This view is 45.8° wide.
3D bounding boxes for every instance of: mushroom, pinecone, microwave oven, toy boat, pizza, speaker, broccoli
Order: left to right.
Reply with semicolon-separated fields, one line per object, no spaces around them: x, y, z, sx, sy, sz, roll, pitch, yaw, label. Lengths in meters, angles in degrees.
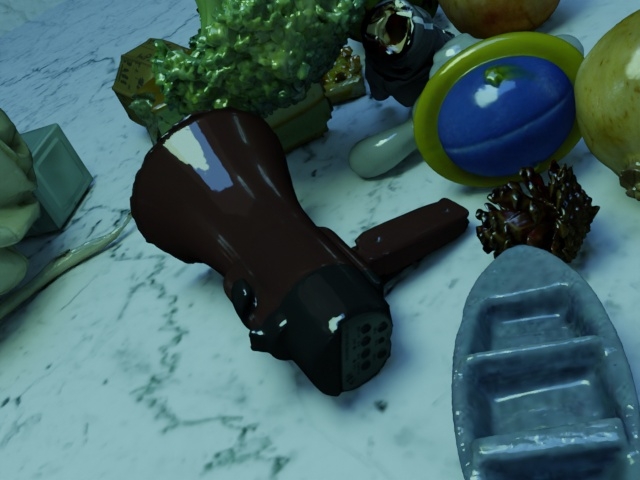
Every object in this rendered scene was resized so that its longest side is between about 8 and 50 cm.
-0.500;-0.081;1.219;0.208;0.122;0.162;-12;35;19;microwave oven
-0.375;0.060;1.025;0.068;0.043;0.306;21;53;30;mushroom
-0.067;-0.265;0.876;0.235;0.260;0.288;26;74;22;broccoli
-0.013;0.014;0.801;0.259;0.198;0.329;-1;31;-42;speaker
0.011;-0.265;1.206;0.175;0.046;0.134;3;43;36;pizza
0.201;-0.017;0.708;0.109;0.102;0.102;-36;22;40;pinecone
0.164;0.110;0.562;0.127;0.078;0.283;-14;35;18;toy boat

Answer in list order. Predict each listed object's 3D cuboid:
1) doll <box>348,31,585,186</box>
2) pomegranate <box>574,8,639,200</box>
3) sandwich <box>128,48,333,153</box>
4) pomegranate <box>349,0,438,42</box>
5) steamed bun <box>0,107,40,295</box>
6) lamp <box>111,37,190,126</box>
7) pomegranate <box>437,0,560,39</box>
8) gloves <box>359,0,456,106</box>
0.154;-0.151;0.860;0.310;0.160;0.243;-24;35;19;doll
0.320;-0.119;0.687;0.196;0.196;0.196;-17;34;12;pomegranate
-0.135;-0.177;1.087;0.227;0.155;0.198;16;53;44;sandwich
0.086;-0.412;1.238;0.211;0.211;0.263;-38;7;-18;pomegranate
-0.498;-0.072;0.971;0.255;0.342;0.368;-27;73;-16;steamed bun
-0.255;-0.256;1.275;0.161;0.161;0.185;-40;38;-20;lamp
0.255;-0.382;1.084;0.191;0.191;0.191;-17;34;12;pomegranate
0.109;-0.234;0.982;0.142;0.119;0.285;-29;2;17;gloves
